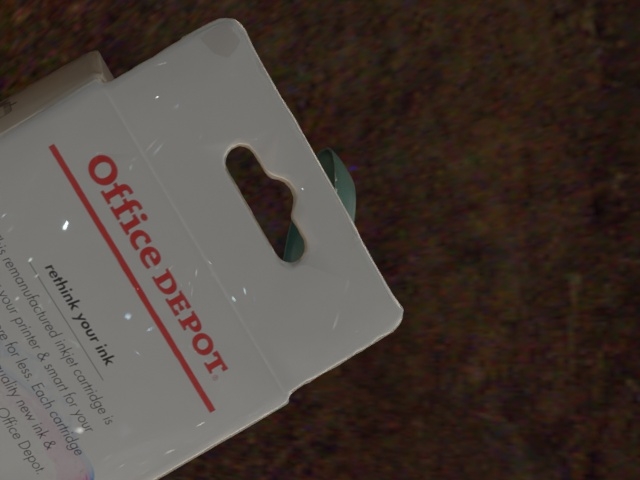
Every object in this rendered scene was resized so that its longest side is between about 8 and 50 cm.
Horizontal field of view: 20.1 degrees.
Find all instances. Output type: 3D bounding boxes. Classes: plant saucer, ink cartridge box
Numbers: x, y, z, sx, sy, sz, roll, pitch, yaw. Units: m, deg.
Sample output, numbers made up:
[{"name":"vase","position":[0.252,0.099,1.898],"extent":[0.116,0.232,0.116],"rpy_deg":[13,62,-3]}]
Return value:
[{"name":"plant saucer","position":[0.000,0.000,1.163],"extent":[0.021,0.119,0.119],"rpy_deg":[12,81,-13]},{"name":"ink cartridge box","position":[-0.157,0.039,0.977],"extent":[0.353,0.119,0.207],"rpy_deg":[-29,105,-1]}]
